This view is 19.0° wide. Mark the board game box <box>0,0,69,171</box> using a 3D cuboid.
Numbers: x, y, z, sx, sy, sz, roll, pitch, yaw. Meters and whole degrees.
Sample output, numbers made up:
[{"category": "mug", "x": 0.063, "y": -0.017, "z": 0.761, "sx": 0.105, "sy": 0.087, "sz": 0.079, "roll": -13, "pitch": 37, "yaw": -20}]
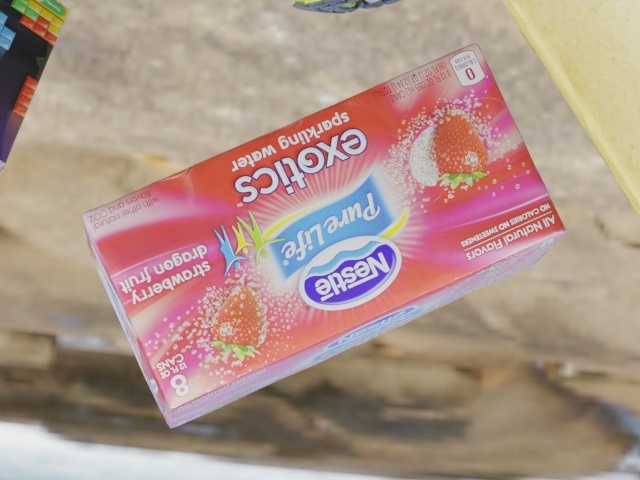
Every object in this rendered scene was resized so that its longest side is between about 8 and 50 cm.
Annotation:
[{"category": "board game box", "x": -0.222, "y": -0.112, "z": 0.961, "sx": 0.170, "sy": 0.141, "sz": 0.048, "roll": 33, "pitch": 126, "yaw": -18}]

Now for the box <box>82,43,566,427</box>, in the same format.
[{"category": "box", "x": 0.000, "y": 0.000, "z": 1.139, "sx": 0.257, "sy": 0.128, "sz": 0.122, "roll": -23, "pitch": 172, "yaw": -8}]

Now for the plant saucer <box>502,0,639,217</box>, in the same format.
[{"category": "plant saucer", "x": 0.170, "y": -0.160, "z": 0.816, "sx": 0.081, "sy": 0.332, "sz": 0.332, "roll": -27, "pitch": 168, "yaw": -19}]

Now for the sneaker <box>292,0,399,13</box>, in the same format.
[{"category": "sneaker", "x": 0.085, "y": -0.255, "z": 1.403, "sx": 0.300, "sy": 0.121, "sz": 0.111, "roll": -13, "pitch": 179, "yaw": 40}]
